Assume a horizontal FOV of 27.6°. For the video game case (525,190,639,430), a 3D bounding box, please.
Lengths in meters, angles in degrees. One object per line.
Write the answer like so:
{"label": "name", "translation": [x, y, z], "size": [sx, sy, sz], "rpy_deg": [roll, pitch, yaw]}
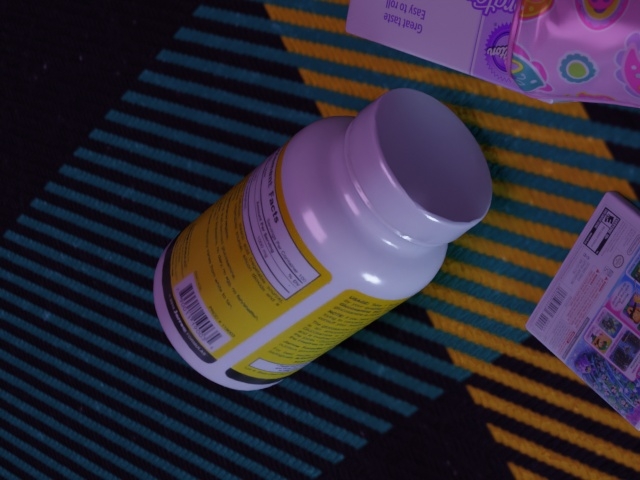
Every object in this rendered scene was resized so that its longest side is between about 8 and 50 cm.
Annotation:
{"label": "video game case", "translation": [0.265, 0.061, 1.128], "size": [0.143, 0.019, 0.157], "rpy_deg": [44, 124, 29]}

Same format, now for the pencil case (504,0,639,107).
{"label": "pencil case", "translation": [0.280, -0.133, 0.951], "size": [0.284, 0.124, 0.124], "rpy_deg": [17, 111, 14]}

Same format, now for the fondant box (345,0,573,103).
{"label": "fondant box", "translation": [0.163, -0.307, 1.105], "size": [0.238, 0.096, 0.330], "rpy_deg": [26, 116, 37]}

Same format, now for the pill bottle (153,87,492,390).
{"label": "pill bottle", "translation": [0.000, 0.000, 1.251], "size": [0.334, 0.188, 0.188], "rpy_deg": [-36, 73, 41]}
